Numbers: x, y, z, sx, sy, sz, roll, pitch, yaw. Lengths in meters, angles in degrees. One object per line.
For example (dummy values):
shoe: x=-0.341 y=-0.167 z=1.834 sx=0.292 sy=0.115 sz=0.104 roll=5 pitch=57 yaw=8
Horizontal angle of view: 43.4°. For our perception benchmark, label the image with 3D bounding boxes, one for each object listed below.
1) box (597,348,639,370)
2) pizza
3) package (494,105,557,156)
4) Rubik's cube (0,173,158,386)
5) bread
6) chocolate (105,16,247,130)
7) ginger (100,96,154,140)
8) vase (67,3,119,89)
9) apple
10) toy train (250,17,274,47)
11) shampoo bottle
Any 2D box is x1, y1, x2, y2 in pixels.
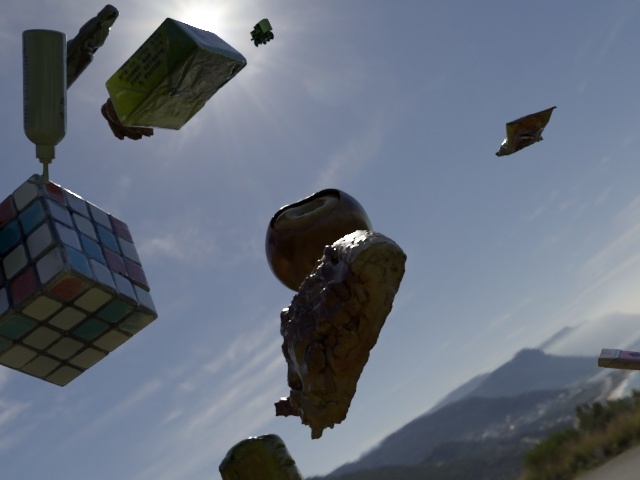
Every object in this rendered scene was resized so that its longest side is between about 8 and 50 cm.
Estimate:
box: x=0.348 y=0.130 z=0.876 sx=0.083 sy=0.012 sz=0.046 roll=3 pitch=9 yaw=24
pizza: x=0.003 y=0.105 z=0.897 sx=0.081 sy=0.228 sz=0.289 roll=15 pitch=-22 yaw=-15
package: x=0.406 y=-0.217 z=1.601 sx=0.108 sy=0.031 sz=0.120 roll=-22 pitch=-25 yaw=-10
Rubik's cube: x=-0.500 y=0.080 z=1.502 sx=0.256 sy=0.253 sz=0.259 roll=-37 pitch=-38 yaw=11
bread: x=-0.076 y=0.598 z=1.731 sx=0.166 sy=0.383 sz=0.112 roll=-35 pitch=-19 yaw=15
chocolate: x=-0.381 y=-0.432 z=2.109 sx=0.289 sy=0.137 sz=0.301 roll=-41 pitch=-10 yaw=18
ginger: x=-0.556 y=-0.333 z=2.275 sx=0.103 sy=0.162 sz=0.073 roll=-14 pitch=44 yaw=46
vase: x=-0.467 y=-0.376 z=1.575 sx=0.211 sy=0.060 sz=0.060 roll=-45 pitch=-20 yaw=15
apple: x=0.000 y=0.000 z=1.725 sx=0.237 sy=0.207 sz=0.237 roll=-11 pitch=11 yaw=2
toy train: x=-0.144 y=-0.503 z=1.959 sx=0.033 sy=0.053 sz=0.083 roll=-30 pitch=11 yaw=-26
shampoo bottle: x=-0.355 y=-0.169 z=1.036 sx=0.056 sy=0.195 sz=0.056 roll=1 pitch=5 yaw=0
